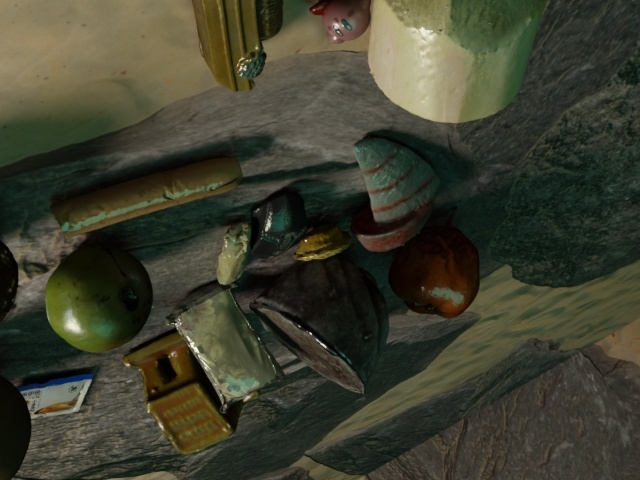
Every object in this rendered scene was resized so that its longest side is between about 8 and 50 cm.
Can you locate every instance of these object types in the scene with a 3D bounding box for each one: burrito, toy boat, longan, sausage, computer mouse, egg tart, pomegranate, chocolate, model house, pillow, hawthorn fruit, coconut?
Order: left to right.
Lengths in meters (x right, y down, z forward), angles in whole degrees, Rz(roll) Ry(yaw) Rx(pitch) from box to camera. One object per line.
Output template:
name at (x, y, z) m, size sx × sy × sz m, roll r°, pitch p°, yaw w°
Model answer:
longan at (-0.646, 0.340, 1.433) m, size 0.258 × 0.258 × 0.258 m, roll -19°, pitch 149°, yaw -12°
pomegranate at (-0.392, 0.103, 1.358) m, size 0.210 × 0.179 × 0.179 m, roll -20°, pitch 152°, yaw 14°
sausage at (-0.268, -0.072, 1.281) m, size 0.301 × 0.066 × 0.066 m, roll -19°, pitch 149°, yaw -15°
model house at (-0.242, 0.310, 1.713) m, size 0.268 × 0.239 × 0.173 m, roll -24°, pitch 150°, yaw 0°
pillow at (-0.195, 0.211, 1.639) m, size 0.169 × 0.255 × 0.059 m, roll -31°, pitch -168°, yaw -15°
burrito at (-0.166, 0.030, 1.532) m, size 0.058 × 0.045 × 0.188 m, roll 1°, pitch 146°, yaw -14°
toy boat at (-0.102, -0.312, 1.011) m, size 0.115 × 0.089 × 0.310 m, roll -22°, pitch 149°, yaw -12°
computer mouse at (-0.075, -0.018, 1.511) m, size 0.106 × 0.062 × 0.192 m, roll -14°, pitch 146°, yaw -24°
egg tart at (0.000, 0.000, 1.581) m, size 0.129 × 0.049 × 0.129 m, roll -18°, pitch -165°, yaw 5°
chocolate at (0.032, 0.150, 1.679) m, size 0.213 × 0.303 × 0.303 m, roll -53°, pitch 155°, yaw -17°
toy boat at (0.131, -0.109, 1.531) m, size 0.206 × 0.096 × 0.282 m, roll -30°, pitch 138°, yaw -6°
hawthorn fruit at (0.257, 0.038, 1.752) m, size 0.207 × 0.243 × 0.207 m, roll 16°, pitch 169°, yaw 3°
coconut at (0.183, -0.290, 1.127) m, size 0.239 × 0.239 × 0.244 m, roll -18°, pitch 144°, yaw -14°

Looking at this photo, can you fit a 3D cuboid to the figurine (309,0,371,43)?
figurine at (0.037, -0.317, 1.130) m, size 0.083 × 0.071 × 0.067 m, roll -30°, pitch -168°, yaw 22°

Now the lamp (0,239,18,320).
lamp at (-0.544, 0.067, 1.129) m, size 0.247 × 0.247 × 0.247 m, roll -19°, pitch 149°, yaw -12°

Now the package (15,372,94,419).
package at (-0.579, 0.337, 1.707) m, size 0.171 × 0.027 × 0.173 m, roll -5°, pitch 147°, yaw -33°
